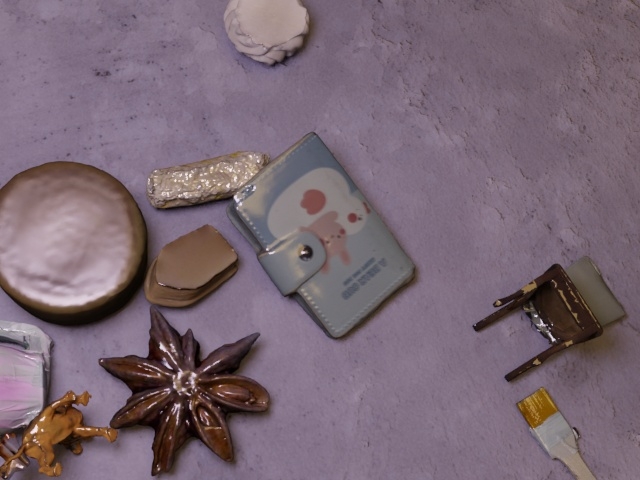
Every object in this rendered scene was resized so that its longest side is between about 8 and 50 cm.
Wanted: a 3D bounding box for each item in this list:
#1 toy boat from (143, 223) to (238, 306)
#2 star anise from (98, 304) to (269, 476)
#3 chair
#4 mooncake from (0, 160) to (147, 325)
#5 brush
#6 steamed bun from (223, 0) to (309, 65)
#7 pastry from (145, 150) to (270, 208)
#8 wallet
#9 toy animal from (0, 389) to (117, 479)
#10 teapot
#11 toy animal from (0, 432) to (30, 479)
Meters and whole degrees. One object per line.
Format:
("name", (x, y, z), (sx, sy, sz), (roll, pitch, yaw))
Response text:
("toy boat", (-0.249, 0.052, 1.496), (0.188, 0.061, 0.116), (-36, 80, -34))
("star anise", (-0.242, 0.254, 1.431), (0.315, 0.108, 0.315), (3, 69, -7))
("chair", (0.482, 0.134, 1.570), (0.319, 0.186, 0.160), (-26, 73, -15))
("mooncake", (-0.454, 0.010, 1.445), (0.284, 0.155, 0.284), (4, 72, -12))
("brush", (0.501, 0.446, 1.552), (0.085, 0.020, 0.336), (-29, 80, -19))
("steamed bun", (-0.117, -0.454, 1.695), (0.183, 0.106, 0.183), (3, 75, -10))
("pastry", (-0.221, -0.121, 1.564), (0.258, 0.121, 0.089), (-12, 102, -22))
("wallet", (0.000, 0.000, 1.548), (0.252, 0.083, 0.360), (-39, 98, -16))
("toy animal", (-0.442, 0.317, 1.283), (0.116, 0.255, 0.114), (-21, 88, 17))
("teapot", (-0.553, 0.244, 1.371), (0.178, 0.221, 0.163), (1, 110, -20))
("toy animal", (-0.549, 0.460, 1.249), (0.284, 0.225, 0.302), (39, 82, -13))
